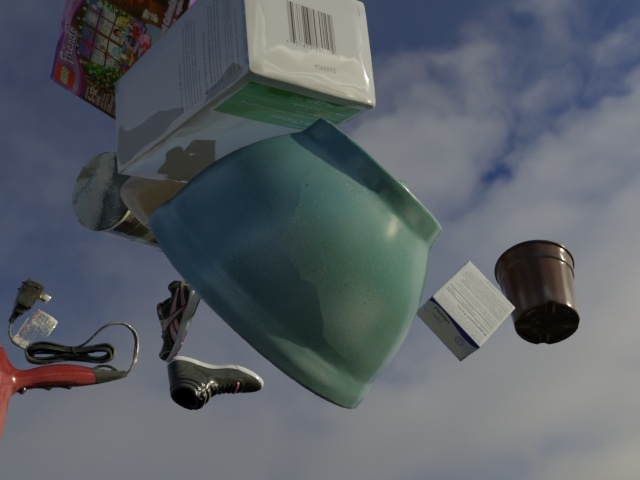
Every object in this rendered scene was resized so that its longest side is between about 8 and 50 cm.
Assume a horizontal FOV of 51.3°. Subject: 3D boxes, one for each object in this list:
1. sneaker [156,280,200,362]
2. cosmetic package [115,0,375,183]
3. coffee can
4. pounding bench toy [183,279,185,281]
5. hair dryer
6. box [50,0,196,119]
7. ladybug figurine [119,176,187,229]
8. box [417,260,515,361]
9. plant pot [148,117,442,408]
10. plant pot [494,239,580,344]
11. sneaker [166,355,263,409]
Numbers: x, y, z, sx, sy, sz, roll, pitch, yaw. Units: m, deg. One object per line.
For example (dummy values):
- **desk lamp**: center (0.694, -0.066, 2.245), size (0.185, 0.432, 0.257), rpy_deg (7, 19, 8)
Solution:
- **sneaker**: center (-0.298, 0.156, 1.346), size (0.077, 0.072, 0.178), rpy_deg (22, -79, -6)
- **cosmetic package**: center (-0.120, -0.201, 0.909), size (0.197, 0.155, 0.365), rpy_deg (4, -16, -37)
- **coffee can**: center (-0.462, -0.091, 1.713), size (0.201, 0.201, 0.275), rpy_deg (-32, -24, 16)
- **pounding bench toy**: center (-0.195, 0.043, 1.131), size (0.052, 0.065, 0.083), rpy_deg (3, -9, -30)
- **hair dryer**: center (-0.416, 0.192, 0.957), size (0.224, 0.293, 0.080), rpy_deg (27, -39, 1)
- **box**: center (-0.335, -0.343, 1.128), size (0.201, 0.057, 0.293), rpy_deg (32, -49, -1)
- **ladybug figurine**: center (-0.167, -0.114, 1.331), size (0.449, 0.305, 0.161), rpy_deg (-16, -79, 3)
- **box**: center (0.271, 0.131, 1.250), size (0.137, 0.126, 0.072), rpy_deg (-36, -12, -37)
- **plant pot**: center (0.000, 0.000, 0.697), size (0.196, 0.293, 0.293), rpy_deg (-46, -42, 3)
- **plant pot**: center (0.451, 0.114, 1.370), size (0.167, 0.165, 0.167), rpy_deg (3, -49, 4)
- **sneaker**: center (-0.313, 0.441, 1.963), size (0.296, 0.147, 0.104), rpy_deg (15, -56, -15)
